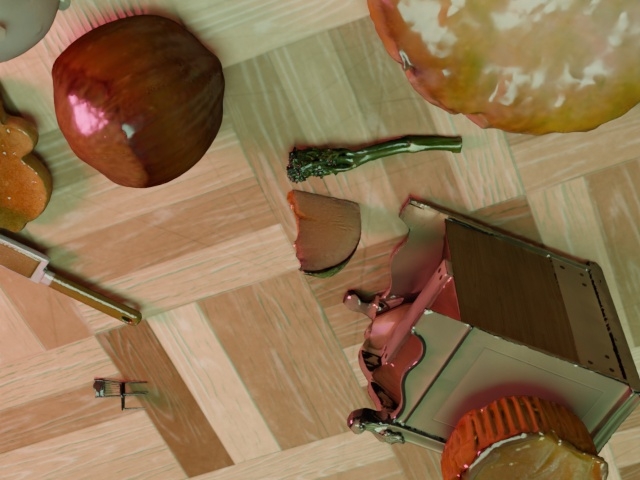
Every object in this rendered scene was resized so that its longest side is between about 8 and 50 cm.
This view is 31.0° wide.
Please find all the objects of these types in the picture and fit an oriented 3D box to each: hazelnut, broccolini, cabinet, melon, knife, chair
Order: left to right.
[{"bbox_3d":[-0.402,0.033,1.633,0.343,0.027,0.061,27,137,-16],"label":"knife"},{"bbox_3d":[-0.308,0.237,1.772,0.086,0.042,0.037,1,121,-3],"label":"chair"},{"bbox_3d":[-0.218,-0.166,1.406,0.210,0.186,0.210,6,117,13],"label":"hazelnut"},{"bbox_3d":[0.007,0.001,1.532,0.098,0.182,0.054,21,122,-20],"label":"melon"},{"bbox_3d":[0.071,-0.114,1.541,0.239,0.051,0.054,-9,119,-4],"label":"broccolini"},{"bbox_3d":[0.216,0.145,1.572,0.318,0.290,0.227,20,122,-14],"label":"cabinet"}]

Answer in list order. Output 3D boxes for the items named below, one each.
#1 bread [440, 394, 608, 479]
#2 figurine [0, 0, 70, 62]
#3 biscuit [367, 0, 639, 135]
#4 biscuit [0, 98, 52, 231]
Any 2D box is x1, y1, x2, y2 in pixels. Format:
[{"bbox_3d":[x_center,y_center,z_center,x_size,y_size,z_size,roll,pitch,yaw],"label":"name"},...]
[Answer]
[{"bbox_3d":[0.248,0.281,1.432,0.199,0.104,0.199,-2,122,-4],"label":"bread"},{"bbox_3d":[-0.333,-0.386,1.278,0.274,0.226,0.394,0,119,-40],"label":"figurine"},{"bbox_3d":[0.275,-0.329,1.353,0.429,0.104,0.446,18,120,-13],"label":"biscuit"},{"bbox_3d":[-0.435,-0.107,1.529,0.166,0.036,0.225,-15,125,17],"label":"biscuit"}]
